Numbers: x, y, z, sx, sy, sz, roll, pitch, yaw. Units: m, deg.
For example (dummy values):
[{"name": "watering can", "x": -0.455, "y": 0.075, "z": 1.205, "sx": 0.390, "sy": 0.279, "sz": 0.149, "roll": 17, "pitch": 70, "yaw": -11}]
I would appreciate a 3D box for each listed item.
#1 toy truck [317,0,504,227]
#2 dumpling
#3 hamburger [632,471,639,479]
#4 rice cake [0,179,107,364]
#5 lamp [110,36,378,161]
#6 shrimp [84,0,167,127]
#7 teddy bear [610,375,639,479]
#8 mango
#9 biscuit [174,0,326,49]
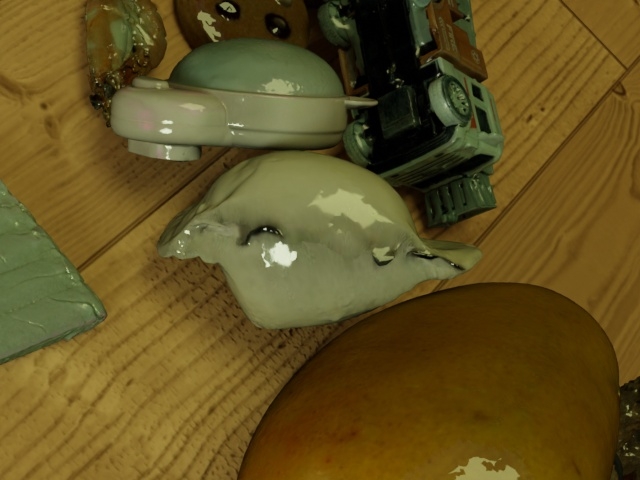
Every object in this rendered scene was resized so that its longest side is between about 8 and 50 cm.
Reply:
[{"name": "toy truck", "x": 0.112, "y": -0.180, "z": 1.661, "sx": 0.184, "sy": 0.133, "sz": 0.338, "roll": 19, "pitch": 54, "yaw": -50}, {"name": "dumpling", "x": -0.003, "y": 0.005, "z": 1.446, "sx": 0.243, "sy": 0.175, "sz": 0.227, "roll": 36, "pitch": 5, "yaw": -4}, {"name": "hamburger", "x": 0.376, "y": 0.246, "z": 1.598, "sx": 0.131, "sy": 0.124, "sz": 0.262, "roll": 15, "pitch": 46, "yaw": -5}, {"name": "rice cake", "x": -0.300, "y": 0.031, "z": 1.293, "sx": 0.189, "sy": 0.037, "sz": 0.198, "roll": 52, "pitch": 44, "yaw": 5}, {"name": "lamp", "x": -0.081, "y": -0.136, "z": 1.476, "sx": 0.246, "sy": 0.179, "sz": 0.107, "roll": -8, "pitch": 101, "yaw": -33}, {"name": "shrimp", "x": -0.192, "y": -0.184, "z": 1.521, "sx": 0.091, "sy": 0.043, "sz": 0.184, "roll": 27, "pitch": 47, "yaw": -24}, {"name": "teddy bear", "x": 0.252, "y": 0.224, "z": 1.481, "sx": 0.129, "sy": 0.182, "sz": 0.251, "roll": 25, "pitch": 60, "yaw": 34}, {"name": "mango", "x": 0.105, "y": 0.171, "z": 1.321, "sx": 0.446, "sy": 0.300, "sz": 0.232, "roll": -44, "pitch": 125, "yaw": -50}, {"name": "biscuit", "x": -0.074, "y": -0.353, "z": 1.712, "sx": 0.283, "sy": 0.064, "sz": 0.432, "roll": 20, "pitch": 50, "yaw": -25}]
